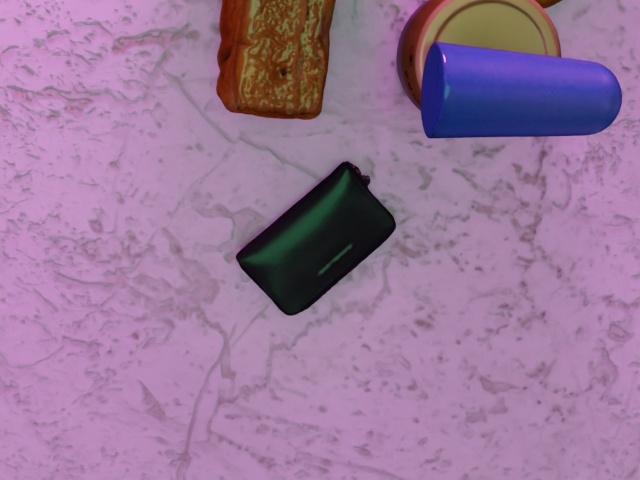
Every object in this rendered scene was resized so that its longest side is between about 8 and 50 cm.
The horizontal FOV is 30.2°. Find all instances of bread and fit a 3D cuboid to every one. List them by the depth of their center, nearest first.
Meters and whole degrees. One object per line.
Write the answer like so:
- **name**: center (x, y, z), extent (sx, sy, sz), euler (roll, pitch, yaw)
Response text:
- **bread**: center (-0.067, -0.328, 1.774), extent (0.167, 0.132, 0.294), euler (5, 99, -7)

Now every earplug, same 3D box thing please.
- **earplug**: center (0.286, -0.202, 1.652), extent (0.273, 0.132, 0.132), euler (2, 100, -9)

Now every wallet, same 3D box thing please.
- **wallet**: center (0.000, 0.000, 1.885), extent (0.250, 0.044, 0.149), euler (-39, 105, 2)

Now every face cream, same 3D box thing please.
- **face cream**: center (0.234, -0.274, 1.786), extent (0.218, 0.179, 0.218), euler (-1, 100, -5)

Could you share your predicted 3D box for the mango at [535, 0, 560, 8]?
- **mango**: center (0.352, -0.401, 1.838), extent (0.114, 0.057, 0.078), euler (-13, 94, -6)
